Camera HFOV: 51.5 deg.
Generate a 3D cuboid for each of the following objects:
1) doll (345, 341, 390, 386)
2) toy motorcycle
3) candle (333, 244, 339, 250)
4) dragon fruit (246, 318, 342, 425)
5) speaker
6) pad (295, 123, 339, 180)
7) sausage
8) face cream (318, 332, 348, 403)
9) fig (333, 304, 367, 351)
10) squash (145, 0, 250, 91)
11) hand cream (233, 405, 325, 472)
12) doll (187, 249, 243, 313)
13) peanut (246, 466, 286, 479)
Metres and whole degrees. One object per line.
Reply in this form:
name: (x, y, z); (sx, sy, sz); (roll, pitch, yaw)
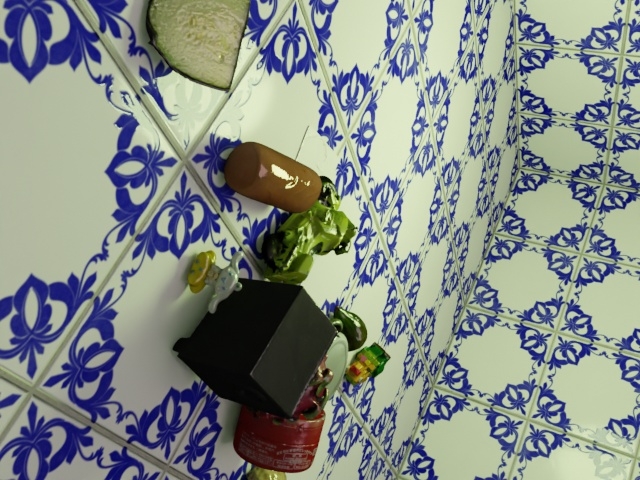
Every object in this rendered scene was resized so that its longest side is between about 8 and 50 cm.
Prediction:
doll: (0.166, 0.446, 2.369); (0.186, 0.106, 0.134); (-30, 151, -33)
toy motorcycle: (-0.023, -0.003, 1.715); (0.206, 0.142, 0.342); (49, 51, -14)
candle: (0.000, 0.000, 1.876); (0.048, 0.053, 0.162); (-35, 155, 19)
dragon fruit: (-0.067, 0.302, 1.577); (0.198, 0.218, 0.273); (19, 70, -23)
speaker: (-0.140, 0.226, 1.430); (0.232, 0.254, 0.184); (-59, 133, -30)
pad: (-0.012, -0.194, 1.781); (0.232, 0.004, 0.156); (38, 69, -62)
sausage: (-0.098, -0.137, 1.508); (0.304, 0.121, 0.121); (17, 89, -63)
face cream: (-0.047, 0.318, 1.780); (0.201, 0.187, 0.201); (-40, 138, -49)
fig: (0.081, 0.268, 2.124); (0.117, 0.117, 0.177); (-47, 121, -44)
squash: (-0.234, -0.377, 1.185); (0.184, 0.085, 0.192); (15, 88, -35)
hand cream: (-0.107, 0.490, 1.717); (0.230, 0.230, 0.149); (11, 93, -64)
doll: (-0.220, 0.086, 1.399); (0.071, 0.113, 0.135); (83, 7, -75)
peanut: (-0.156, 0.694, 1.864); (0.141, 0.109, 0.159); (-65, 166, 4)
